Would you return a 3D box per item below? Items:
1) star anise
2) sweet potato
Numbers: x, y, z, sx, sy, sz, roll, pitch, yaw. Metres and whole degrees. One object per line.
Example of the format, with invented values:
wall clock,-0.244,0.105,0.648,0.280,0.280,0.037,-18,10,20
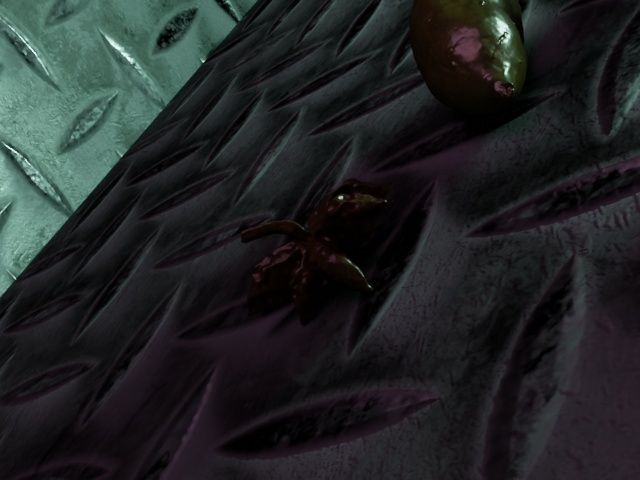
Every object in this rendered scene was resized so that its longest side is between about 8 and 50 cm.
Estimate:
star anise,0.005,0.003,1.191,0.212,0.111,0.196,-43,27,-28
sweet potato,0.194,-0.256,1.331,0.158,0.158,0.369,-30,27,24
